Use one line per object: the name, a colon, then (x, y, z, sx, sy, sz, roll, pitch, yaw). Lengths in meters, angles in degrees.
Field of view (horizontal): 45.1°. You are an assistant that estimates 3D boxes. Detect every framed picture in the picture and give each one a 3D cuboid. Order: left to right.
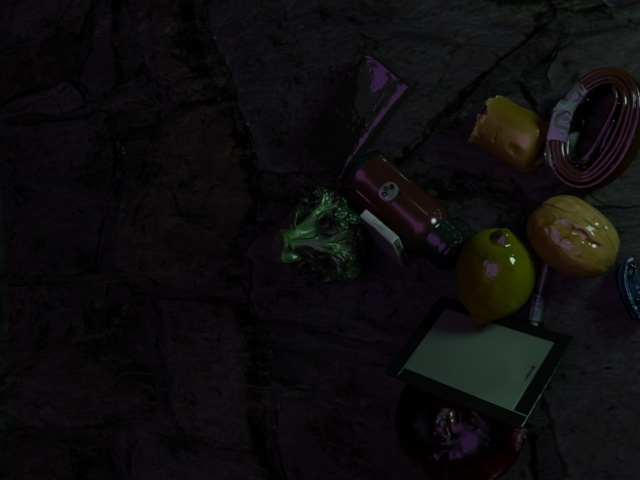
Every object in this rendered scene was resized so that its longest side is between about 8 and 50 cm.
framed picture: (0.353, 0.261, 1.729, 0.347, 0.265, 0.016, 15, 141, 37)

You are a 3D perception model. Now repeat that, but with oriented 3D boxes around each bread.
bread: (0.439, -0.241, 1.758, 0.173, 0.085, 0.134, 34, 108, 26)

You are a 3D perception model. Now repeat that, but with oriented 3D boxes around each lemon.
lemon: (0.393, 0.080, 1.739, 0.184, 0.184, 0.248, 26, 121, 28)

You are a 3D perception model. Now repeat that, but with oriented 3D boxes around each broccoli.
broccoli: (0.000, 0.000, 1.952, 0.269, 0.241, 0.261, -123, 39, -49)

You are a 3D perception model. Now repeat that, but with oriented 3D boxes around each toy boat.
toy boat: (0.673, 0.105, 1.640, 0.061, 0.060, 0.137, -29, 69, 47)

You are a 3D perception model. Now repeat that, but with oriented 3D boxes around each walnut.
walnut: (0.544, -0.006, 1.662, 0.206, 0.159, 0.159, 37, 109, 18)

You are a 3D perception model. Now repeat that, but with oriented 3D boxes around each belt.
belt: (0.593, -0.239, 1.658, 0.184, 0.105, 0.261, 32, 107, 28)

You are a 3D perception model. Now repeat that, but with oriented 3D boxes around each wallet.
wallet: (0.089, -0.318, 1.990, 0.165, 0.042, 0.309, 45, 113, 20)

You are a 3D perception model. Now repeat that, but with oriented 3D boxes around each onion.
onion: (0.310, 0.404, 1.760, 0.314, 0.232, 0.314, -12, 64, 25)

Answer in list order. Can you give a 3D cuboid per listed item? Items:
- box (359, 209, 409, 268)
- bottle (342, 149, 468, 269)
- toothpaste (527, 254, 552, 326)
box: (0.158, -0.003, 1.869, 0.029, 0.198, 0.109, -46, 67, -4)
bottle: (0.210, -0.065, 1.864, 0.336, 0.144, 0.144, 45, 112, 22)
toothpaste: (0.502, 0.110, 1.760, 0.049, 0.031, 0.204, 10, 95, 27)
